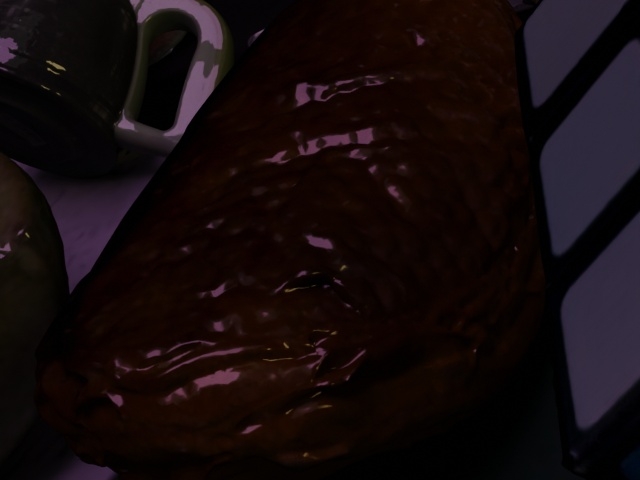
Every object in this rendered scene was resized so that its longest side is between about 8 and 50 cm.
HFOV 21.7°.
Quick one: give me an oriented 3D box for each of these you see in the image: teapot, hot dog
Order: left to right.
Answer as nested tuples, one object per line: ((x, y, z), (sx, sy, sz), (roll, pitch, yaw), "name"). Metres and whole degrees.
((-0.105, -0.080, 0.755), (0.091, 0.124, 0.092), (-68, 13, -21), "teapot")
((-0.003, -0.002, 0.561), (0.160, 0.099, 0.227), (-2, 45, 38), "hot dog")

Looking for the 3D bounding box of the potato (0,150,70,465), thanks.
((-0.194, 0.068, 0.631), (0.255, 0.112, 0.269), (-21, 40, 14), "potato")

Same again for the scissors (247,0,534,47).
((0.047, -0.090, 0.701), (0.189, 0.015, 0.100), (-15, 37, 25), "scissors")

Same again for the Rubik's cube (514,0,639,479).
((0.152, -0.023, 0.357), (0.162, 0.160, 0.163), (-54, 22, 33), "Rubik's cube")

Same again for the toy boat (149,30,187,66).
((-0.111, -0.121, 0.852), (0.096, 0.034, 0.122), (-28, 33, 0), "toy boat")

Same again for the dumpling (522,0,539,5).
((0.133, -0.124, 0.549), (0.332, 0.086, 0.166), (28, 92, 33), "dumpling")
